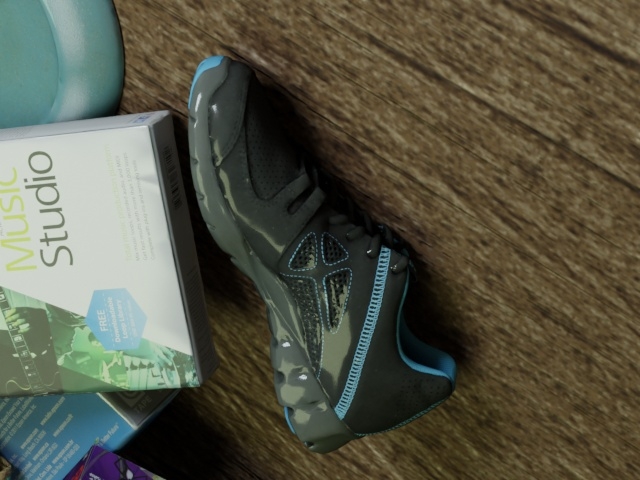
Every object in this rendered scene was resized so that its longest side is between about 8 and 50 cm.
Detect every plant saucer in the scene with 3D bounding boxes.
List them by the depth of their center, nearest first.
[{"bbox_3d":[-0.308,-0.198,1.535,0.317,0.044,0.317,22,135,23],"label":"plant saucer"}]

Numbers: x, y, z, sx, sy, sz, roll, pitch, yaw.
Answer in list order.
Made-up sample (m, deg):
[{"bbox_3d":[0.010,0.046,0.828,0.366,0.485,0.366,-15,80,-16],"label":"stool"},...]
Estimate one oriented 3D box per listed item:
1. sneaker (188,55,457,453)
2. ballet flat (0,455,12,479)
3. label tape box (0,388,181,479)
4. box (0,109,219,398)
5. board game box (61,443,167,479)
[{"bbox_3d":[0.000,0.000,1.422,0.139,0.125,0.341,-17,111,16],"label":"sneaker"},{"bbox_3d":[-0.376,0.177,1.730,0.206,0.073,0.067,40,114,2],"label":"ballet flat"},{"bbox_3d":[-0.312,0.081,1.718,0.348,0.115,0.249,45,140,2],"label":"label tape box"},{"bbox_3d":[-0.262,0.020,1.542,0.322,0.058,0.232,-5,105,20],"label":"box"},{"bbox_3d":[-0.109,0.328,1.723,0.347,0.056,0.208,28,145,-12],"label":"board game box"}]
